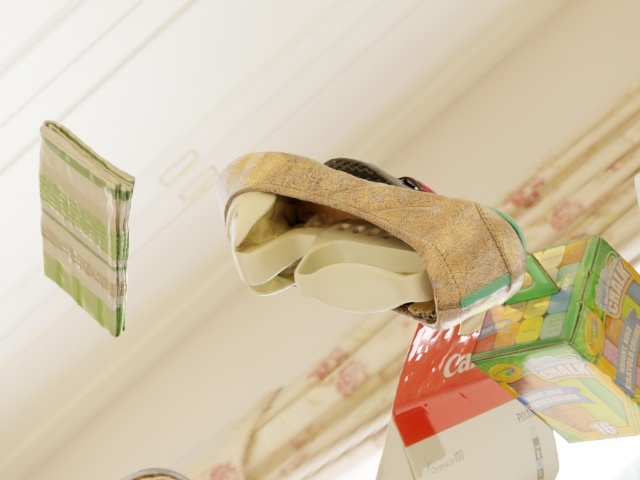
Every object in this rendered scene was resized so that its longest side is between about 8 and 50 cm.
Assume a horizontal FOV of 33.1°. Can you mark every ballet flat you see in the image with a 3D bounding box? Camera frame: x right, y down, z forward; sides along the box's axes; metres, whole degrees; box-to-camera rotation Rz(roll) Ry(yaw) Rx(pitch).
[{"bbox_3d":[0.000,0.000,0.800,0.316,0.106,0.108,9,-53,45],"label":"ballet flat"}]

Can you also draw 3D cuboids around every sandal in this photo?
[{"bbox_3d":[0.073,-0.019,0.864,0.179,0.067,0.040,22,21,30],"label":"sandal"}]

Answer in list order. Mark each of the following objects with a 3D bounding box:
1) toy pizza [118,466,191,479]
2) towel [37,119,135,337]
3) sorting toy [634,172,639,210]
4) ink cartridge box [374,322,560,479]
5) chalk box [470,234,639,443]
[{"bbox_3d":[-0.078,0.217,0.540,0.201,0.032,0.201,-5,90,-68],"label":"toy pizza"},{"bbox_3d":[-0.188,-0.009,0.864,0.113,0.023,0.152,37,-46,32],"label":"towel"},{"bbox_3d":[0.449,0.019,1.125,0.257,0.089,0.255,132,-50,-75],"label":"sorting toy"},{"bbox_3d":[0.184,0.237,1.212,0.091,0.385,0.308,25,20,34],"label":"ink cartridge box"},{"bbox_3d":[0.248,0.090,1.077,0.213,0.132,0.132,38,-33,-23],"label":"chalk box"}]
